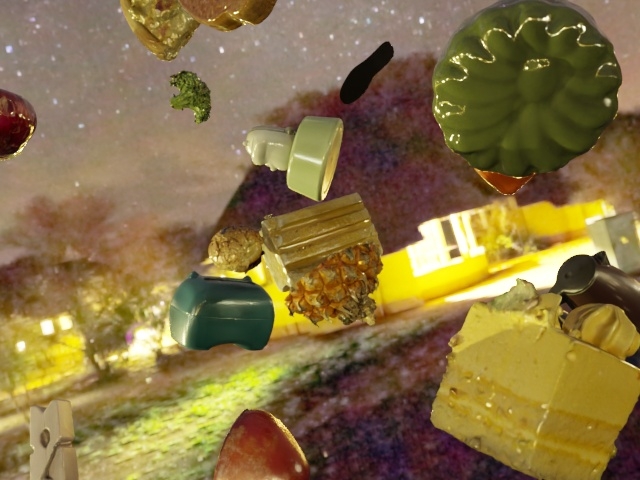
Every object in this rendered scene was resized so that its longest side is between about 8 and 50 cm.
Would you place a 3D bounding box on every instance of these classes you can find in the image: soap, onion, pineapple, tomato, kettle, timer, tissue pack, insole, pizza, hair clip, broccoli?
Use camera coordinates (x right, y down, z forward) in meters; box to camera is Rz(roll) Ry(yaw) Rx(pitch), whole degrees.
[{"bbox_3d":[0.000,0.000,1.611,0.274,0.173,0.089,-18,-12,-29],"label":"soap"},{"bbox_3d":[-0.829,-0.283,1.666,0.246,0.190,0.246,-4,-7,-1],"label":"onion"},{"bbox_3d":[0.045,0.112,1.436,0.249,0.164,0.140,-26,-21,-1],"label":"pineapple"},{"bbox_3d":[-0.090,0.396,1.089,0.139,0.233,0.200,7,-9,14],"label":"tomato"},{"bbox_3d":[0.627,0.134,1.563,0.202,0.232,0.144,-47,29,21],"label":"kettle"},{"bbox_3d":[0.464,-0.278,1.873,0.161,0.250,0.257,-50,18,22],"label":"timer"},{"bbox_3d":[-0.280,0.203,1.956,0.287,0.206,0.198,6,6,-33],"label":"tissue pack"},{"bbox_3d":[-0.107,-0.308,2.334,0.315,0.291,0.291,14,1,6],"label":"timer"},{"bbox_3d":[0.105,-0.380,1.533,0.188,0.064,0.004,-48,37,-15],"label":"insole"},{"bbox_3d":[-0.377,-0.590,1.641,0.223,0.323,0.089,-30,-22,6],"label":"pizza"},{"bbox_3d":[-0.633,0.549,1.610,0.101,0.331,0.085,-16,-20,12],"label":"hair clip"},{"bbox_3d":[-0.276,-0.302,1.443,0.092,0.095,0.097,-29,-33,-9],"label":"broccoli"}]

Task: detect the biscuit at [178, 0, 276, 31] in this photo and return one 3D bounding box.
[{"bbox_3d":[-0.120,-0.527,1.093,0.074,0.359,0.381,6,-51,-48],"label":"biscuit"}]

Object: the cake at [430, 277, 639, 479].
[{"bbox_3d":[0.353,0.212,1.076,0.227,0.286,0.222,22,-4,-32],"label":"cake"}]

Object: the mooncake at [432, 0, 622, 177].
[{"bbox_3d":[0.402,-0.304,1.349,0.356,0.356,0.194,-16,25,23],"label":"mooncake"}]

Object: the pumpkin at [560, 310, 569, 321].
[{"bbox_3d":[0.527,0.323,1.660,0.232,0.242,0.325,-1,31,-3],"label":"pumpkin"}]

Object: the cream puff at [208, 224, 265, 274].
[{"bbox_3d":[-0.188,0.018,1.501,0.119,0.104,0.133,1,20,11],"label":"cream puff"}]
